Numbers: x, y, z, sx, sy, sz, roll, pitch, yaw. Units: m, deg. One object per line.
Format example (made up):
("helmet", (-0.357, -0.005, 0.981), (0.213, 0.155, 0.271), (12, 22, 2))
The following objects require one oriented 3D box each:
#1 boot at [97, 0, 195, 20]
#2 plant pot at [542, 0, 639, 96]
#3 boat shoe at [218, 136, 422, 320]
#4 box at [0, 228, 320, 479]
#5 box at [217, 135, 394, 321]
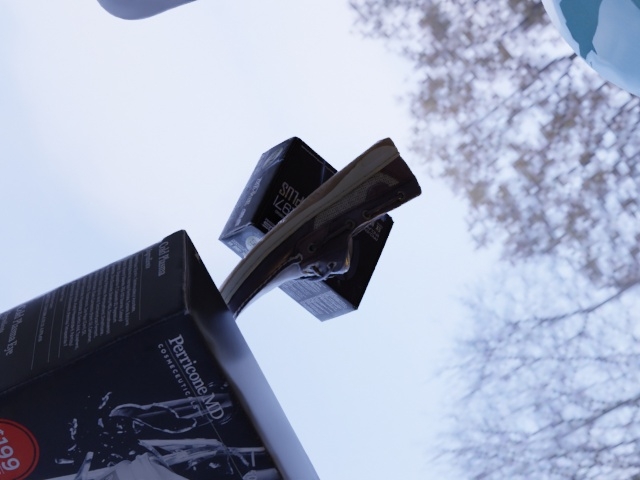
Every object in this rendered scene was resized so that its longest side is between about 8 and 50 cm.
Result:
("boot", (-0.108, -0.309, 1.268), (0.095, 0.258, 0.123), (60, -151, -48))
("plant pot", (0.293, -0.259, 0.861), (0.293, 0.293, 0.235), (61, -177, 12))
("boat shoe", (0.000, 0.000, 1.424), (0.285, 0.103, 0.092), (-42, -91, -15))
("box", (-0.193, 0.220, 1.196), (0.179, 0.312, 0.343), (-108, -8, -65))
("box", (-0.015, -0.013, 1.551), (0.180, 0.077, 0.147), (40, -126, -21))
